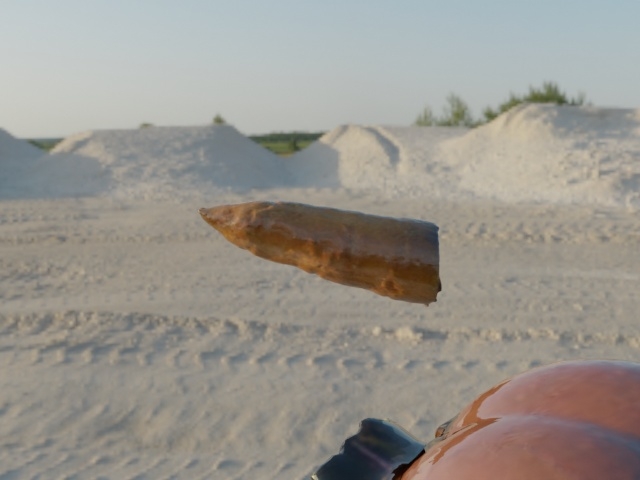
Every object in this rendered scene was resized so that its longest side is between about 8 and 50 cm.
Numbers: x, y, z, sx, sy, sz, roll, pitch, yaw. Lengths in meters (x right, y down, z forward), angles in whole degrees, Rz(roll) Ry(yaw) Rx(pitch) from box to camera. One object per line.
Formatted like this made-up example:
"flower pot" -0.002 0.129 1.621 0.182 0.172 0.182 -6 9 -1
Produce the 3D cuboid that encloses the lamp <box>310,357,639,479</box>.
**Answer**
"lamp" 0.093 0.190 0.406 0.240 0.305 0.305 28 20 26

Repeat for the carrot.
"carrot" 0.000 0.000 0.704 0.205 0.072 0.072 13 6 -8
